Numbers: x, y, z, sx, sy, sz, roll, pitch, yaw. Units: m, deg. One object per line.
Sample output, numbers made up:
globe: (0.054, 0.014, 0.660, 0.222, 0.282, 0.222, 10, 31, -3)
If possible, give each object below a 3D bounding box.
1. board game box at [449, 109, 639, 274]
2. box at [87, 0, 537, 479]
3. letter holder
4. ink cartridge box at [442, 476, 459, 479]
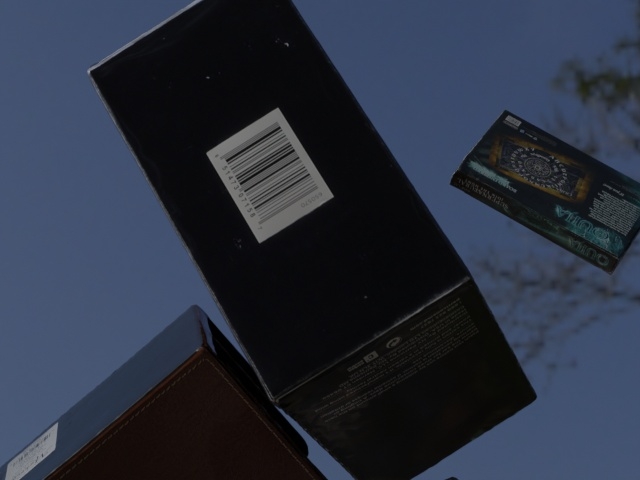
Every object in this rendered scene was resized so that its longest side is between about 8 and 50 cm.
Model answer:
board game box: (0.237, -0.051, 1.810, 0.186, 0.126, 0.026, 30, -46, 12)
box: (0.000, 0.000, 1.509, 0.179, 0.343, 0.312, -32, -26, 1)
letter holder: (-0.150, 0.243, 1.547, 0.302, 0.152, 0.214, -40, -77, 2)
ink cartridge box: (0.069, 0.358, 1.383, 0.185, 0.311, 0.065, -19, 13, -7)
